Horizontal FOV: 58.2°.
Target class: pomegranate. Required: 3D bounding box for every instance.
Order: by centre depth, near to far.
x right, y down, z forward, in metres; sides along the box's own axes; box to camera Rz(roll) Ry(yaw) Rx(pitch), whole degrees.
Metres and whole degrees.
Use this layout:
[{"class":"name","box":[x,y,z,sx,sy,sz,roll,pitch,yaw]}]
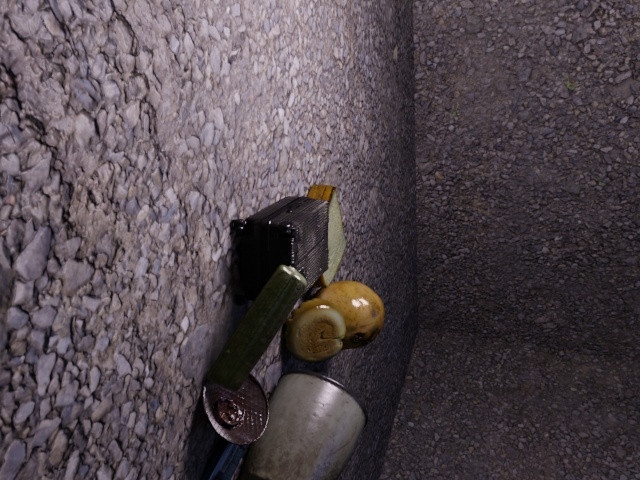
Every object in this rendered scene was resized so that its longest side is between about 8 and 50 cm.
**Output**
[{"class":"pomegranate","box":[0.088,0.250,1.958,0.260,0.261,0.260,7,90,-72]}]

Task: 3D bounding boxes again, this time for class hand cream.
[{"class":"hand cream","box":[-0.233,0.545,1.423,0.120,0.061,0.270,69,37,-51]}]

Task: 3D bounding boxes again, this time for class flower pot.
[{"class":"flower pot","box":[-0.061,0.579,1.621,0.330,0.294,0.293,-56,148,-41]}]

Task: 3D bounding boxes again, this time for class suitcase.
[{"class":"suitcase","box":[-0.092,0.018,1.518,0.335,0.152,0.229,-42,136,-66]}]

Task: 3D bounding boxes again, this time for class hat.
[{"class":"hat","box":[-0.221,0.403,1.378,0.193,0.082,0.193,30,42,-31]}]

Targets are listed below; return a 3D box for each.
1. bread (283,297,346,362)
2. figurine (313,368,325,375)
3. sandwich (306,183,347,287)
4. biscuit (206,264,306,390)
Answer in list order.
[{"class":"bread","box":[-0.021,0.280,1.792,0.104,0.214,0.213,-129,-146,-62]},{"class":"figurine","box":[0.017,0.626,2.098,0.186,0.176,0.287,-30,118,-16]},{"class":"sandwich","box":[-0.002,0.000,1.857,0.273,0.095,0.248,76,27,-45]},{"class":"biscuit","box":[-0.142,0.205,1.341,0.099,0.038,0.322,35,87,-30]}]
